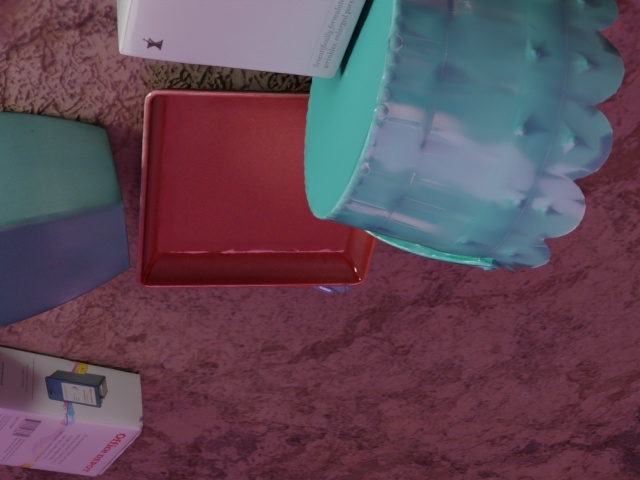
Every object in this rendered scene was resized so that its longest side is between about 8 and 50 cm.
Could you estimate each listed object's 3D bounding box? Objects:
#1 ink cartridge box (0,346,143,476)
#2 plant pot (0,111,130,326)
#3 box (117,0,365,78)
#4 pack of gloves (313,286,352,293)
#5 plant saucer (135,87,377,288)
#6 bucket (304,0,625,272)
[{"bbox_3d":[-0.362,0.232,1.355,0.212,0.093,0.154,17,135,-30],"label":"ink cartridge box"},{"bbox_3d":[-0.309,-0.023,0.983,0.234,0.165,0.165,-11,144,-13],"label":"plant pot"},{"bbox_3d":[-0.057,-0.236,0.791,0.182,0.119,0.181,4,141,-18],"label":"box"},{"bbox_3d":[0.000,0.000,1.179,0.232,0.046,0.195,19,135,-34],"label":"pack of gloves"},{"bbox_3d":[-0.057,-0.057,1.062,0.258,0.047,0.259,0,132,-13],"label":"plant saucer"},{"bbox_3d":[0.103,-0.120,0.860,0.183,0.281,0.281,10,139,-14],"label":"bucket"}]
